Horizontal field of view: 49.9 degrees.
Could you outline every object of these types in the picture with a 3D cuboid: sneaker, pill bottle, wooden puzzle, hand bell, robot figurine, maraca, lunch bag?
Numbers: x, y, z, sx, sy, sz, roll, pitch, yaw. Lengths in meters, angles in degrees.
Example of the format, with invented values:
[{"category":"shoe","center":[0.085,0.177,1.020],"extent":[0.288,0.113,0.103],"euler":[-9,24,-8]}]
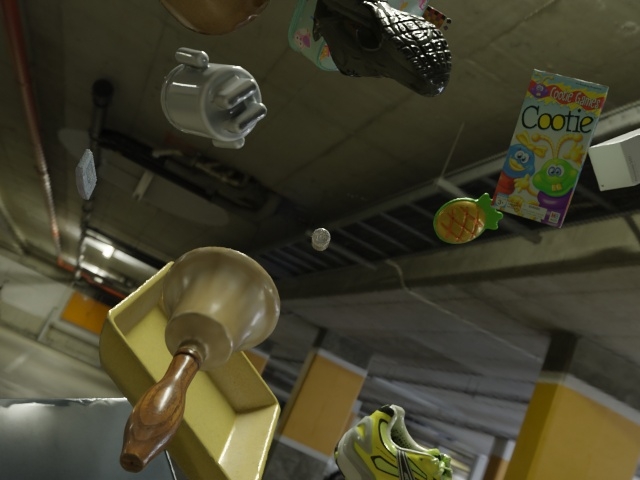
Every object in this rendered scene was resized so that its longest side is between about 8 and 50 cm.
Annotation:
[{"category":"sneaker","center":[0.086,-0.291,1.035],"extent":[0.286,0.109,0.130],"euler":[53,-41,32]},{"category":"pill bottle","center":[0.000,0.000,1.636],"extent":[0.043,0.043,0.083],"euler":[24,-11,2]},{"category":"sneaker","center":[0.176,0.442,1.160],"extent":[0.385,0.147,0.145],"euler":[44,15,33]},{"category":"wooden puzzle","center":[0.256,-0.503,1.575],"extent":[0.083,0.049,0.006],"euler":[31,30,-1]},{"category":"hand bell","center":[-0.121,0.114,0.611],"extent":[0.126,0.126,0.242],"euler":[25,27,-4]},{"category":"robot figurine","center":[-0.300,-0.379,1.870],"extent":[0.353,0.200,0.299],"euler":[20,-43,44]},{"category":"maraca","center":[0.397,-0.058,1.855],"extent":[0.099,0.186,0.127],"euler":[-90,160,-66]},{"category":"lunch bag","center":[0.080,-0.426,1.249],"extent":[0.108,0.224,0.279],"euler":[38,33,25]}]

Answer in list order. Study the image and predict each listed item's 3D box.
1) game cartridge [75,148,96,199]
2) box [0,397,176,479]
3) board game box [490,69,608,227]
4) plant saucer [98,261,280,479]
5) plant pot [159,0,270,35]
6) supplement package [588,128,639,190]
[{"category":"game cartridge","center":[-0.419,-0.115,1.227],"extent":[0.017,0.056,0.083],"euler":[8,-40,-4]},{"category":"box","center":[-0.641,0.595,1.480],"extent":[0.480,0.471,0.297],"euler":[12,36,-42]},{"category":"board game box","center":[0.455,-0.179,1.371],"extent":[0.142,0.275,0.144],"euler":[19,11,18]},{"category":"plant saucer","center":[-0.205,0.219,1.075],"extent":[0.332,0.081,0.333],"euler":[55,10,-7]},{"category":"plant pot","center":[-0.213,-0.485,1.098],"extent":[0.237,0.237,0.254],"euler":[20,4,15]},{"category":"supplement package","center":[0.713,-0.191,1.541],"extent":[0.105,0.179,0.105],"euler":[-4,-74,70]}]
